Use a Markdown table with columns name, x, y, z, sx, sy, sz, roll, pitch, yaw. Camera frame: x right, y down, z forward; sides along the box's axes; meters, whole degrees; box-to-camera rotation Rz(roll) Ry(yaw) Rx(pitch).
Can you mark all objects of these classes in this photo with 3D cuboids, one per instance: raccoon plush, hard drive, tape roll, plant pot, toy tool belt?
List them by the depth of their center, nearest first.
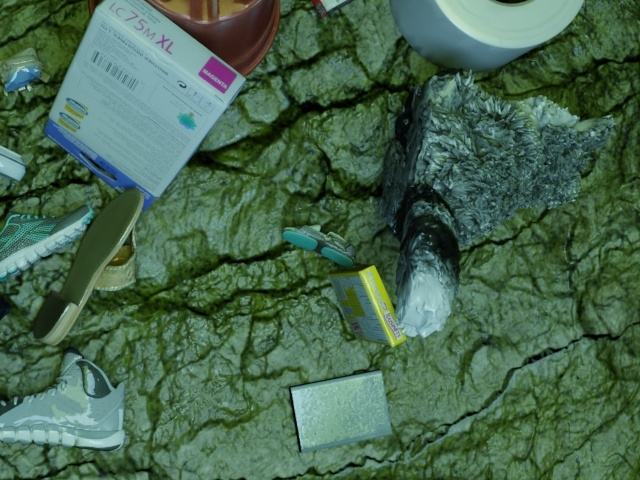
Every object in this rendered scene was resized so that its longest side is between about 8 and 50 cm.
| name | x | y | z | sx | sy | sz | roll | pitch | yaw |
| --- | --- | --- | --- | --- | --- | --- | --- | --- | --- |
| plant pot | -0.164 | -0.345 | 1.334 | 0.273 | 0.265 | 0.272 | 1 | 87 | -12 |
| toy tool belt | -0.409 | -0.218 | 1.385 | 0.083 | 0.052 | 0.051 | -30 | 85 | -11 |
| raccoon plush | 0.244 | -0.030 | 1.401 | 0.299 | 0.216 | 0.446 | 14 | 62 | -11 |
| hard drive | 0.028 | 0.242 | 1.466 | 0.135 | 0.022 | 0.094 | -9 | 89 | -12 |
| tape roll | 0.235 | -0.374 | 1.470 | 0.246 | 0.169 | 0.246 | 0 | 88 | -12 |

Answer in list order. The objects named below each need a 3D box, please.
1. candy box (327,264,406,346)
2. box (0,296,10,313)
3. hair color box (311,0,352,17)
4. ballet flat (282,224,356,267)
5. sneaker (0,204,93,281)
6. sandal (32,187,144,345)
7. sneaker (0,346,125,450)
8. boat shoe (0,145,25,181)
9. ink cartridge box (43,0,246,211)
| name | x | y | z | sx | sy | sz | roll | pitch | yaw |
| --- | --- | --- | --- | --- | --- | --- | --- | --- | --- |
| candy box | 0.059 | 0.086 | 1.387 | 0.027 | 0.206 | 0.105 | -27 | 93 | -11 |
| box | -0.541 | 0.115 | 1.163 | 0.212 | 0.395 | 0.293 | 43 | 80 | -6 |
| hair color box | -0.002 | -0.400 | 1.484 | 0.072 | 0.043 | 0.141 | -31 | 92 | -12 |
| ballet flat | 0.000 | 0.000 | 1.470 | 0.114 | 0.041 | 0.041 | 25 | 82 | -10 |
| sneaker | -0.384 | -0.012 | 1.375 | 0.167 | 0.065 | 0.076 | -31 | 90 | -13 |
| sandal | -0.290 | 0.045 | 1.397 | 0.079 | 0.088 | 0.240 | 36 | 87 | -40 |
| sneaker | -0.367 | 0.203 | 1.362 | 0.229 | 0.086 | 0.132 | 10 | 80 | -21 |
| boat shoe | -0.480 | -0.159 | 1.349 | 0.226 | 0.083 | 0.075 | 28 | 83 | -8 |
| ink cartridge box | -0.234 | -0.168 | 1.310 | 0.186 | 0.311 | 0.065 | 37 | 54 | -8 |
